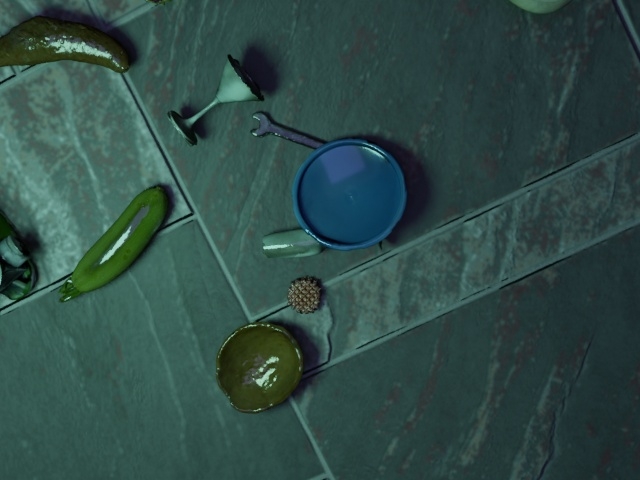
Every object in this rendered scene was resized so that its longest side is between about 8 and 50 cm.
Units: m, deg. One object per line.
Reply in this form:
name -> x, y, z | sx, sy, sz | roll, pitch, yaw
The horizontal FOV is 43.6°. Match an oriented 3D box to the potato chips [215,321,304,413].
potato chips -> -0.129, 0.275, 1.743 | 0.195, 0.062, 0.208 | 11, 99, 9

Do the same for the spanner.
spanner -> -0.031, -0.211, 1.699 | 0.255, 0.015, 0.054 | 20, 96, 2

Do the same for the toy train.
toy train -> -0.779, 0.061, 1.724 | 0.307, 0.173, 0.249 | -38, 84, 8

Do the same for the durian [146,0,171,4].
durian -> -0.346, -0.553, 1.657 | 0.187, 0.119, 0.108 | 25, 136, 13

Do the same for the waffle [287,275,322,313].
waffle -> -0.035, 0.117, 1.732 | 0.075, 0.029, 0.083 | 3, 94, 2

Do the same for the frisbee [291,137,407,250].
frisbee -> 0.061, -0.094, 1.661 | 0.242, 0.045, 0.242 | -2, 77, 9

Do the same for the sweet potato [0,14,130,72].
sweet potato -> -0.569, -0.414, 1.680 | 0.342, 0.092, 0.114 | 3, 114, 5

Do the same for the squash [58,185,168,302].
squash -> -0.442, 0.022, 1.727 | 0.094, 0.094, 0.341 | 43, 96, -1

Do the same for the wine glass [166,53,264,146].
wine glass -> -0.222, -0.285, 1.658 | 0.183, 0.122, 0.122 | -36, 93, 9

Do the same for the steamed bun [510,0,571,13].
steamed bun -> 0.412, -0.550, 1.562 | 0.177, 0.131, 0.228 | -40, 91, -2

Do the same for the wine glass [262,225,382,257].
wine glass -> 0.000, 0.000, 1.697 | 0.262, 0.074, 0.074 | -6, 96, 8
